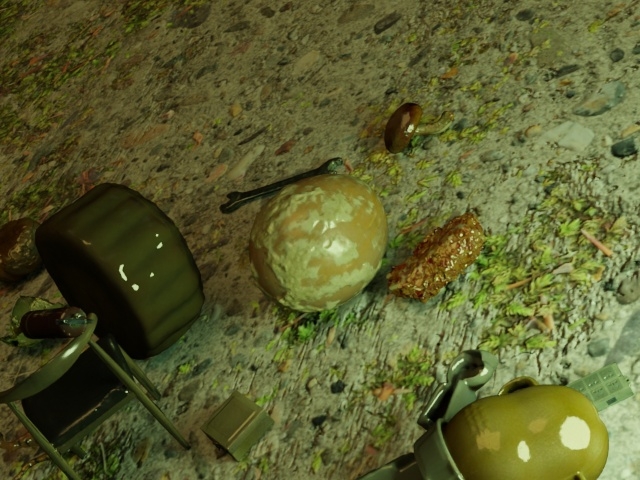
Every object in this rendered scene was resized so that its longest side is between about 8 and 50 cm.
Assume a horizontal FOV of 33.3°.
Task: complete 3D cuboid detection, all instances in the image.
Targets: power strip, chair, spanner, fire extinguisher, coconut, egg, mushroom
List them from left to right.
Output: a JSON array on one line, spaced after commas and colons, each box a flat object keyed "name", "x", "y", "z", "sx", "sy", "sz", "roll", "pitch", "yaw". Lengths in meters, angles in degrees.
[{"name": "coconut", "x": -0.527, "y": 0.153, "z": 1.978, "sx": 0.133, "sy": 0.055, "sz": 0.158, "roll": -47, "pitch": 36, "yaw": -16}, {"name": "fire extinguisher", "x": -0.357, "y": 0.113, "z": 1.457, "sx": 0.158, "sy": 0.064, "sz": 0.043, "roll": -7, "pitch": 82, "yaw": 50}, {"name": "chair", "x": -0.345, "y": 0.231, "z": 1.563, "sx": 0.188, "sy": 0.272, "sz": 0.166, "roll": -37, "pitch": 36, "yaw": -7}, {"name": "spanner", "x": -0.074, "y": -0.100, "z": 1.956, "sx": 0.255, "sy": 0.015, "sz": 0.054, "roll": -17, "pitch": 39, "yaw": 22}, {"name": "egg", "x": 0.000, "y": 0.000, "z": 1.626, "sx": 0.203, "sy": 0.203, "sz": 0.245, "roll": 13, "pitch": 50, "yaw": 46}, {"name": "mushroom", "x": 0.164, "y": -0.205, "z": 1.848, "sx": 0.130, "sy": 0.072, "sz": 0.088, "roll": -25, "pitch": 6, "yaw": 9}, {"name": "power strip", "x": 0.314, "y": 0.196, "z": 1.307, "sx": 0.136, "sy": 0.019, "sz": 0.051, "roll": -27, "pitch": 38, "yaw": 9}]

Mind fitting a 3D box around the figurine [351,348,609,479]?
[{"name": "figurine", "x": 0.188, "y": 0.265, "z": 1.201, "sx": 0.285, "sy": 0.167, "sz": 0.342, "roll": -36, "pitch": 55, "yaw": 11}]

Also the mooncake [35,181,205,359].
[{"name": "mooncake", "x": -0.319, "y": 0.049, "z": 1.750, "sx": 0.290, "sy": 0.290, "sz": 0.161, "roll": 15, "pitch": 48, "yaw": 46}]

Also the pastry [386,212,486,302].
[{"name": "pastry", "x": 0.176, "y": 0.034, "z": 1.573, "sx": 0.169, "sy": 0.063, "sz": 0.087, "roll": -41, "pitch": 27, "yaw": -2}]

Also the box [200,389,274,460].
[{"name": "box", "x": -0.122, "y": 0.269, "z": 1.547, "sx": 0.083, "sy": 0.035, "sz": 0.079, "roll": -46, "pitch": 37, "yaw": -15}]

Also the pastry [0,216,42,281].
[{"name": "pastry", "x": -0.622, "y": 0.020, "z": 2.186, "sx": 0.153, "sy": 0.081, "sz": 0.153, "roll": -18, "pitch": 42, "yaw": 17}]

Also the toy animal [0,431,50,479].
[{"name": "toy animal", "x": -0.421, "y": 0.302, "z": 1.708, "sx": 0.116, "sy": 0.114, "sz": 0.255, "roll": 37, "pitch": 74, "yaw": 8}]
